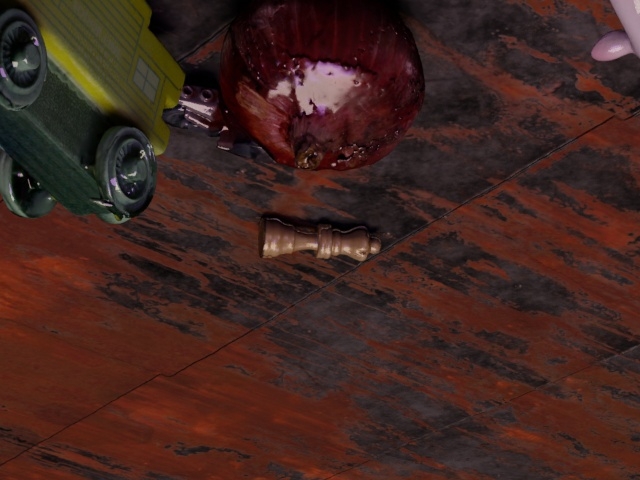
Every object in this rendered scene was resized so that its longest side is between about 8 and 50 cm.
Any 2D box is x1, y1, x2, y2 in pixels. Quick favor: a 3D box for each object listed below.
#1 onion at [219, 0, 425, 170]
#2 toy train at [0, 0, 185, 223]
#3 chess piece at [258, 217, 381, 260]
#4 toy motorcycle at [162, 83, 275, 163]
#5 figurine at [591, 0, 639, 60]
[{"bbox_3d":[-0.005,-0.173,2.040,0.252,0.219,0.252,9,142,7],"label":"onion"},{"bbox_3d":[-0.305,-0.200,1.946,0.179,0.272,0.442,-2,152,26],"label":"toy train"},{"bbox_3d":[0.000,0.001,2.506,0.172,0.060,0.060,3,150,-9],"label":"chess piece"},{"bbox_3d":[-0.088,-0.155,2.206,0.213,0.082,0.122,8,150,-16],"label":"toy motorcycle"},{"bbox_3d":[0.423,-0.266,1.873,0.284,0.206,0.315,-19,138,-22],"label":"figurine"}]
